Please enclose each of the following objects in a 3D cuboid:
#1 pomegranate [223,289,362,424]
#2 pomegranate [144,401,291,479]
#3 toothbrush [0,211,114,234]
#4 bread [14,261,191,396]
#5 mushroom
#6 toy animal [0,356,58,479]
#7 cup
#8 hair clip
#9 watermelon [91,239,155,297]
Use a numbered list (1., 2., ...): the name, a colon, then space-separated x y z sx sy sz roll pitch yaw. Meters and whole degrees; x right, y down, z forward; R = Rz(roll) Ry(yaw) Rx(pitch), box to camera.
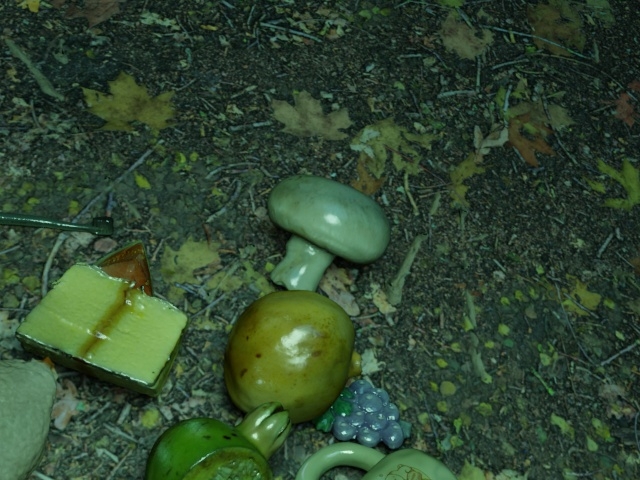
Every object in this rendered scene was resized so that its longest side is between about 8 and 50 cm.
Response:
1. pomegranate: -0.050 0.186 1.499 0.233 0.233 0.233 9 54 -13
2. pomegranate: -0.166 0.328 1.369 0.190 0.241 0.159 25 5 -39
3. toothbrush: -0.515 -0.037 1.618 0.297 0.031 0.030 4 29 -14
4. bread: -0.339 0.129 1.468 0.240 0.135 0.178 22 69 -2
5. mushroom: 0.000 0.000 1.680 0.243 0.243 0.244 9 54 -13
6. toy animal: -0.519 0.285 1.288 0.226 0.188 0.358 37 52 2
7. cup: 0.089 0.431 1.441 0.202 0.255 0.173 -31 113 -32
8. hair clip: 0.062 0.298 1.577 0.195 0.052 0.124 17 44 3
9. watermelon: -0.320 0.060 1.577 0.135 0.094 0.125 48 46 11
